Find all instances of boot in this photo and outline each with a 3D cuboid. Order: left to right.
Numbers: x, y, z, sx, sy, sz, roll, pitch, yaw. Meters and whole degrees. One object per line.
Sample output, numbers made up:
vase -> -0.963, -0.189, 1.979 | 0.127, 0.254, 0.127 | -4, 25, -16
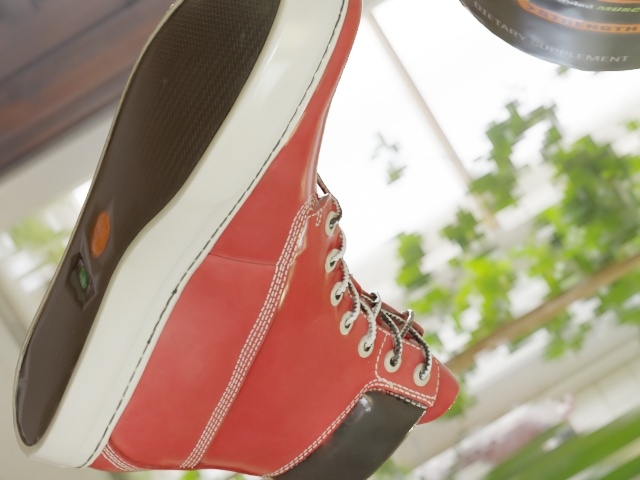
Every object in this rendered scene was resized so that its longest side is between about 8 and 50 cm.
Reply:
boot -> 0.000, 0.000, 0.789 | 0.176, 0.244, 0.088 | 12, 33, -26

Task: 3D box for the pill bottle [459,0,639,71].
pill bottle -> 0.092, -0.138, 0.576 | 0.130, 0.130, 0.245 | 59, -1, 9
